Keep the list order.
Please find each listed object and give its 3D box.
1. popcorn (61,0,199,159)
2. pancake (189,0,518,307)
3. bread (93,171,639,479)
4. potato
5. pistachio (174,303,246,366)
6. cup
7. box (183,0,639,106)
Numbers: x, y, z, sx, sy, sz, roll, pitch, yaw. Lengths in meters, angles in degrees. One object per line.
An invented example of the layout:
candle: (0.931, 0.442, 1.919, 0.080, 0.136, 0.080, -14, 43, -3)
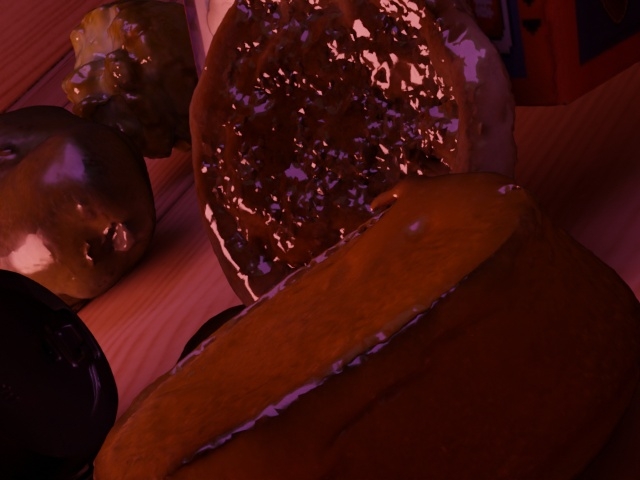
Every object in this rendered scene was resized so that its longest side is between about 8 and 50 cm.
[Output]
popcorn: (-0.197, -0.188, 1.621, 0.184, 0.204, 0.221, -59, 23, -2)
pancake: (0.012, -0.050, 0.847, 0.049, 0.282, 0.282, -3, -12, -46)
bread: (0.024, 0.086, 0.655, 0.269, 0.142, 0.195, -35, 16, 4)
potato: (-0.273, -0.027, 1.379, 0.351, 0.202, 0.218, 11, 63, 56)
pistachio: (-0.073, 0.093, 0.964, 0.089, 0.049, 0.173, -29, 20, 28)
cup: (-0.297, 0.157, 1.031, 0.279, 0.196, 0.196, -38, 17, 24)
box: (0.068, -0.290, 0.935, 0.318, 0.349, 0.257, 9, 28, 39)
